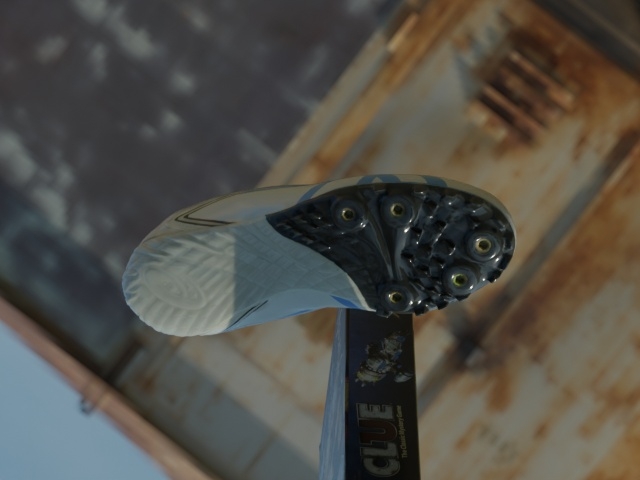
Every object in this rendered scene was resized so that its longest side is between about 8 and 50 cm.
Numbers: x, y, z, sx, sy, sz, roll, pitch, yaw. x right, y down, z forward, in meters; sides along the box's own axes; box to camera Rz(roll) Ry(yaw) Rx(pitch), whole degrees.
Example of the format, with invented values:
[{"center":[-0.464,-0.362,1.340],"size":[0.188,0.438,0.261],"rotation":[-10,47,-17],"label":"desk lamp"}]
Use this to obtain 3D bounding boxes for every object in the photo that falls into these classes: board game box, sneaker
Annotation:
[{"center":[0.025,0.134,1.157],"size":[0.042,0.165,0.243],"rotation":[5,-149,-2],"label":"board game box"},{"center":[0.000,0.000,1.092],"size":[0.086,0.237,0.085],"rotation":[-50,-54,-53],"label":"sneaker"}]
